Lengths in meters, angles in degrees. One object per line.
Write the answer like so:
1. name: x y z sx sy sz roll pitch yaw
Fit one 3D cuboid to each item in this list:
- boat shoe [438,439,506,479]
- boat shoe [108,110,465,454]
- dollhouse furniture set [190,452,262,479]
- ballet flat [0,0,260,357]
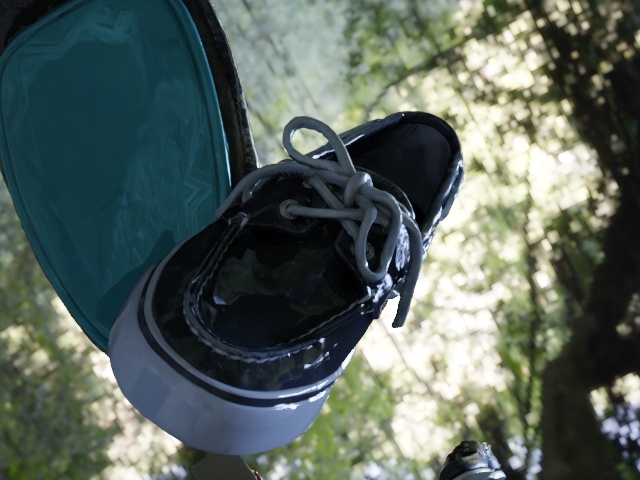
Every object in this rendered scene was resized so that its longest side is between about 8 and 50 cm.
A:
1. boat shoe: 0.121 0.193 1.167 0.049 0.042 0.133 -35 164 12
2. boat shoe: 0.004 0.002 0.707 0.105 0.113 0.306 -59 165 28
3. dollhouse furniture set: -0.083 0.346 1.128 0.259 0.262 0.135 -33 -164 -9
4. ballet flat: -0.149 -0.153 0.860 0.164 0.483 0.182 -27 179 13
